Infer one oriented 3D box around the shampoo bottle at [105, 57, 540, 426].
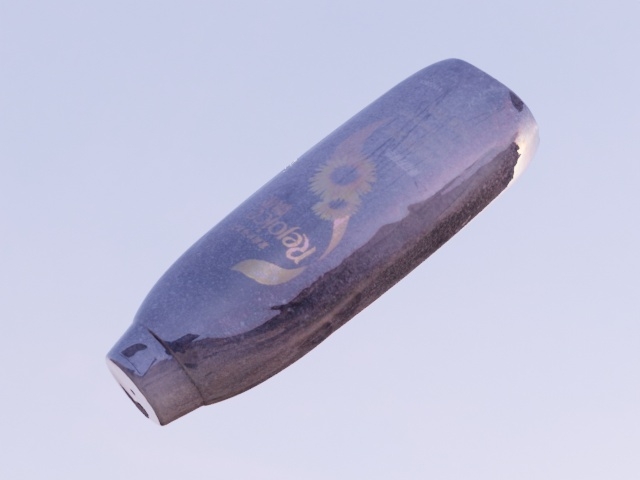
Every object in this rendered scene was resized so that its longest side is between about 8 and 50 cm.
[{"bbox_3d":[0.000,0.000,0.788,0.087,0.233,0.049,38,-22,37],"label":"shampoo bottle"}]
